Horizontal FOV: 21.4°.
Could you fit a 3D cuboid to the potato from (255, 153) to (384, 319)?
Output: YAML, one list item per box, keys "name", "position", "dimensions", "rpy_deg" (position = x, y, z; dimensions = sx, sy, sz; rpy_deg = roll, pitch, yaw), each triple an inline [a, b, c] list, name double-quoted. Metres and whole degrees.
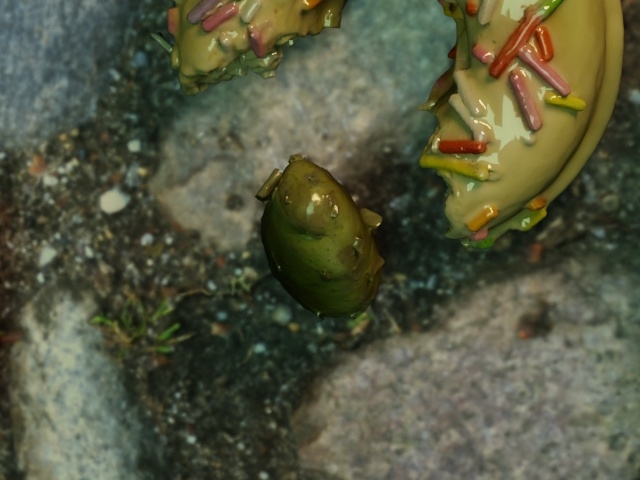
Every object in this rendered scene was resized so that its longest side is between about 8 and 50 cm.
- name: "potato"
  position: [0.000, 0.000, 1.367]
  dimensions: [0.090, 0.225, 0.117]
  rpy_deg: [-44, 74, -8]

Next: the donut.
- name: "donut"
  position: [0.066, -0.182, 1.335]
  dimensions: [0.371, 0.150, 0.307]
  rpy_deg: [30, 108, 6]
